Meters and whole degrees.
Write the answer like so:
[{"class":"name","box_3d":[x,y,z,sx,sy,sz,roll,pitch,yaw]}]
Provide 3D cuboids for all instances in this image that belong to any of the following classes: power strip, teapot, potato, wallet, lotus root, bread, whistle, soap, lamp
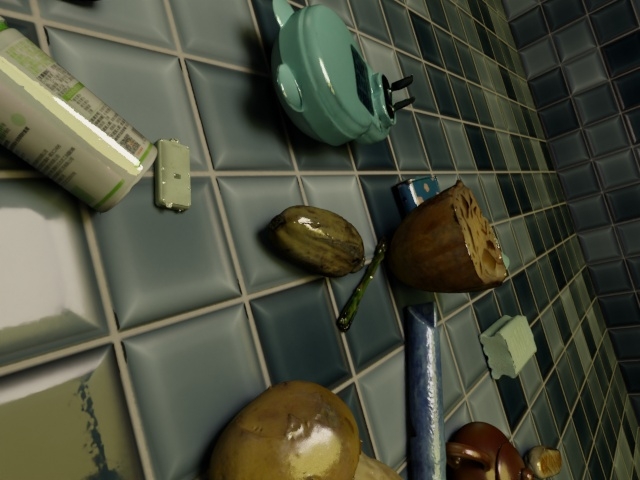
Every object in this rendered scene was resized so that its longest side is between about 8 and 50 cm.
[{"class":"power strip","box_3d":[-0.173,-0.077,0.505,0.040,0.016,0.090,10,68,-46]},{"class":"teapot","box_3d":[0.305,0.413,0.773,0.252,0.135,0.178,42,43,-31]},{"class":"potato","box_3d":[-0.031,0.226,0.467,0.176,0.137,0.137,-19,90,-53]},{"class":"wallet","box_3d":[0.234,-0.041,0.927,0.141,0.059,0.202,-16,88,-53]},{"class":"lotus root","box_3d":[0.224,0.015,0.799,0.199,0.180,0.188,6,66,-49]},{"class":"lotus root","box_3d":[0.000,0.000,0.623,0.179,0.089,0.080,28,19,-37]},{"class":"bread","box_3d":[0.548,0.544,1.063,0.214,0.053,0.073,24,62,-45]},{"class":"whistle","box_3d":[0.185,0.258,0.751,0.062,0.062,0.304,27,56,-40]},{"class":"soap","box_3d":[0.475,0.260,1.082,0.198,0.063,0.115,-12,83,-51]},{"class":"lamp","box_3d":[0.027,-0.251,0.700,0.284,0.147,0.210,8,71,-38]}]

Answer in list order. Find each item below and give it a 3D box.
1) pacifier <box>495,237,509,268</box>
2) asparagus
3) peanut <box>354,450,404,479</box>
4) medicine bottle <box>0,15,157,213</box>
[{"class":"pacifier","box_3d":[0.381,0.047,1.049,0.117,0.126,0.150,86,-10,-45]},{"class":"asparagus","box_3d":[0.080,0.064,0.740,0.022,0.023,0.233,99,17,-44]},{"class":"peanut","box_3d":[0.083,0.376,0.549,0.257,0.123,0.123,54,42,-16]},{"class":"medicine bottle","box_3d":[-0.246,-0.112,0.382,0.183,0.086,0.086,43,47,-29]}]
